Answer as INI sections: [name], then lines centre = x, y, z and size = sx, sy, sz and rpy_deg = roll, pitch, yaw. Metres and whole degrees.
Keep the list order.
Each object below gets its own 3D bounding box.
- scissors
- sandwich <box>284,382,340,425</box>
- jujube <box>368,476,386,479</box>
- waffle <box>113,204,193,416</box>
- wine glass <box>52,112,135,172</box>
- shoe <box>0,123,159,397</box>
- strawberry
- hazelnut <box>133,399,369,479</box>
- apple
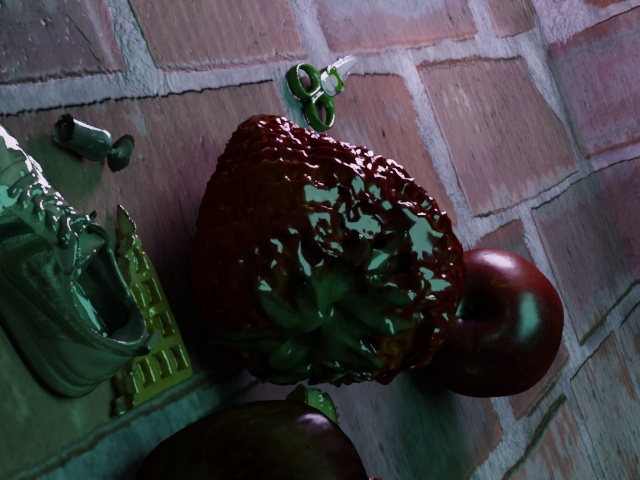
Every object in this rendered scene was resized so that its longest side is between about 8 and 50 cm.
[scissors]
centre = 0.013, -0.229, 1.677
size = 0.101, 0.027, 0.204
rpy_deg = 64, 30, -14
[sandwich]
centre = -0.032, 0.273, 1.195
size = 0.090, 0.088, 0.245
rpy_deg = 17, 70, -62
[jujube]
centre = 0.046, 0.347, 1.274
size = 0.176, 0.109, 0.112
rpy_deg = -70, 156, -50
[waffle]
centre = -0.193, 0.062, 1.121
size = 0.125, 0.032, 0.191
rpy_deg = -24, 91, -60
[wine glass]
centre = -0.226, -0.101, 1.151
size = 0.083, 0.042, 0.039
rpy_deg = 28, 20, -50
[shoe]
centre = -0.239, 0.004, 1.001
size = 0.275, 0.098, 0.103
rpy_deg = 60, 25, -16
[strawberry]
centre = 0.000, 0.000, 1.273
size = 0.312, 0.267, 0.351
rpy_deg = 17, 30, -24
[hazelnut]
centre = -0.054, 0.246, 1.038
size = 0.218, 0.233, 0.218
rpy_deg = -27, 129, -39
[apple]
centre = 0.240, 0.120, 1.662
size = 0.201, 0.218, 0.218
rpy_deg = 42, 38, -53
